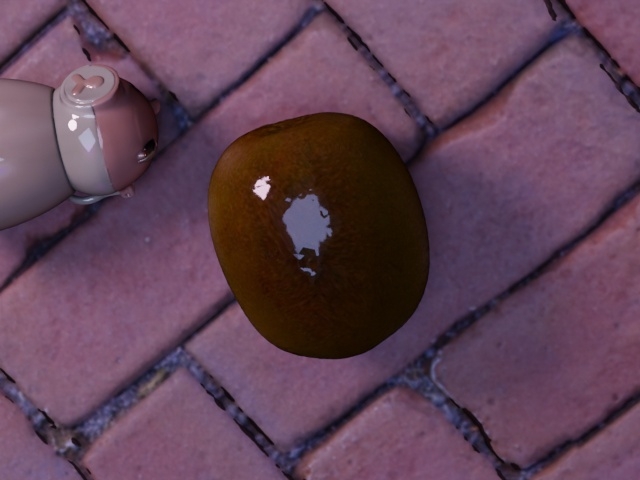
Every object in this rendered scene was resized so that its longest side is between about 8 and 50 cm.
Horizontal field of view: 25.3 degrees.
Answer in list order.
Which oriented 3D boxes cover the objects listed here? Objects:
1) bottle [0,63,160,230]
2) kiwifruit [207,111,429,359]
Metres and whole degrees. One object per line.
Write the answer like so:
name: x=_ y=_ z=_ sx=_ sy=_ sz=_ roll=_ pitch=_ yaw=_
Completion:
bottle: x=-0.265 y=-0.090 z=1.342 sx=0.236 sy=0.147 sz=0.147 roll=-11 pitch=104 yaw=0
kiwifruit: x=0.000 y=0.000 z=1.318 sx=0.196 sy=0.196 sz=0.234 roll=-10 pitch=111 yaw=8
